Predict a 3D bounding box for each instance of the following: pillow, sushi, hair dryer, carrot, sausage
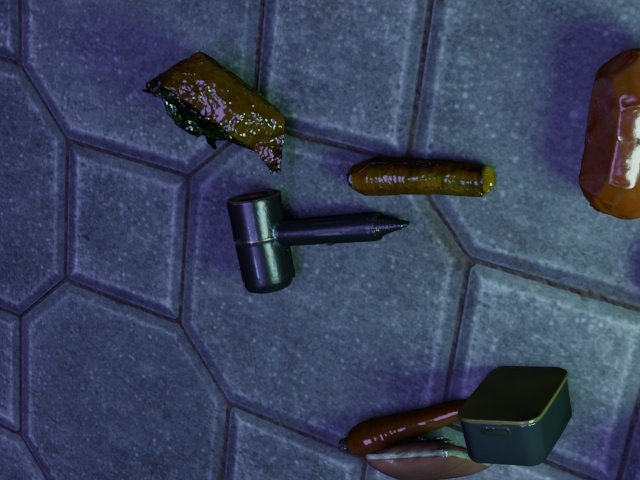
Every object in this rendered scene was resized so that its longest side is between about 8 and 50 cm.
[{"bbox_3d":[0.197,0.396,1.785,0.179,0.171,0.075,-15,62,35],"label":"pillow"},{"bbox_3d":[-0.180,-0.238,1.819,0.287,0.149,0.140,36,95,-12],"label":"sushi"},{"bbox_3d":[0.000,0.000,1.812,0.352,0.107,0.189,-2,106,26],"label":"hair dryer"},{"bbox_3d":[0.171,-0.106,1.686,0.260,0.070,0.070,5,107,30],"label":"carrot"},{"bbox_3d":[0.169,0.347,1.830,0.336,0.069,0.069,-23,92,31],"label":"carrot"},{"bbox_3d":[0.460,-0.156,1.458,0.133,0.133,0.258,11,110,28],"label":"sausage"}]

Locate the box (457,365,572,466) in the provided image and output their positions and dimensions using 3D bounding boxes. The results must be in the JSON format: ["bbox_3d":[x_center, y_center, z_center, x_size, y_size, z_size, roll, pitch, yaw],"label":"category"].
[{"bbox_3d":[0.329,0.292,1.634,0.144,0.201,0.090,-5,106,31],"label":"box"}]
